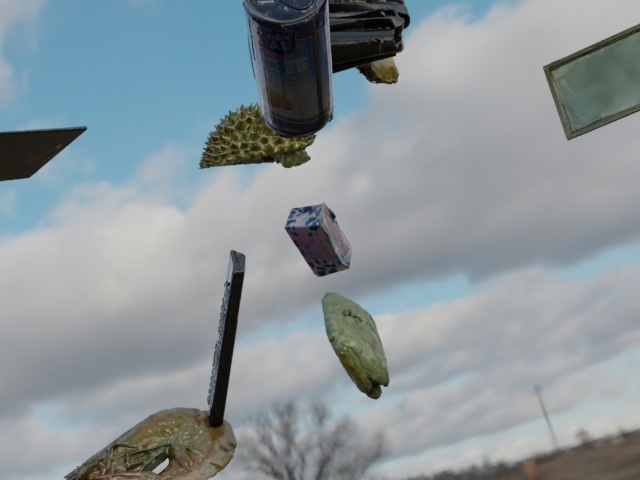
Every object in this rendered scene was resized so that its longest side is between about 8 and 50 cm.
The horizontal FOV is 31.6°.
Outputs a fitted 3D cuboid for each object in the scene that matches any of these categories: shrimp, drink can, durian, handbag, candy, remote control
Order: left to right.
[{"bbox_3d":[-0.227,0.291,1.461,0.267,0.145,0.061,-16,-54,-37],"label":"shrimp"},{"bbox_3d":[-0.123,0.130,1.469,0.025,0.063,0.245,7,-62,-7],"label":"remote control"},{"bbox_3d":[-0.131,-0.228,2.678,0.306,0.172,0.166,-16,-42,-26],"label":"durian"},{"bbox_3d":[-0.033,-0.217,1.304,0.097,0.097,0.235,-17,-25,-5],"label":"drink can"},{"bbox_3d":[0.000,0.000,2.379,0.092,0.073,0.160,-11,-48,25],"label":"candy"},{"bbox_3d":[0.021,-0.343,1.878,0.257,0.113,0.285,-6,17,11],"label":"handbag"}]

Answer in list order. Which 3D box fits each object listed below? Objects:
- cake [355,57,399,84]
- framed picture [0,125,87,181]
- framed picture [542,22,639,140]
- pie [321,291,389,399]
[{"bbox_3d":[0.072,-0.366,2.090,0.079,0.185,0.116,-20,-1,33],"label":"cake"},{"bbox_3d":[-0.658,-0.163,2.255,0.244,0.013,0.324,-30,-11,40],"label":"framed picture"},{"bbox_3d":[0.465,-0.257,1.793,0.201,0.136,0.010,-23,-20,24],"label":"framed picture"},{"bbox_3d":[0.071,0.193,2.089,0.090,0.201,0.248,-28,18,5],"label":"pie"}]
